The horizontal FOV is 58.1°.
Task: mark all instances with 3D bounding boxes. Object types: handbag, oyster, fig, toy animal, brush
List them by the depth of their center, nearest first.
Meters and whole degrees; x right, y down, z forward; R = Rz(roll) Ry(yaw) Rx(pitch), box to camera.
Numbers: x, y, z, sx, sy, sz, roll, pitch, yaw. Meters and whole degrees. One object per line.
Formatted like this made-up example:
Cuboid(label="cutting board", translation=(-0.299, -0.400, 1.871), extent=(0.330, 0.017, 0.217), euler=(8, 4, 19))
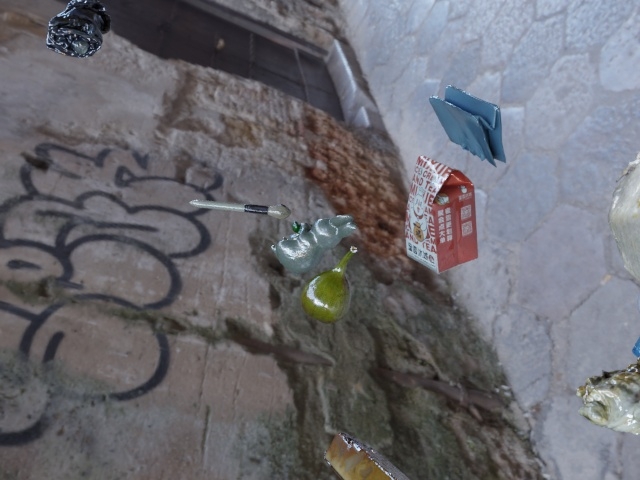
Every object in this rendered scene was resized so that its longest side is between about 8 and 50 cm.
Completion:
Cuboid(label="oyster", translation=(0.651, 0.273, 1.077), extent=(0.201, 0.354, 0.107), euler=(49, 151, 48))
Cuboid(label="handbag", translation=(0.332, -0.257, 1.297), extent=(0.057, 0.144, 0.221), euler=(-30, 32, -4))
Cuboid(label="fig", translation=(0.034, 0.094, 1.383), extent=(0.124, 0.124, 0.236), euler=(-100, 29, -55))
Cuboid(label="toy animal", translation=(-0.002, -0.001, 1.482), extent=(0.236, 0.138, 0.108), euler=(-21, 9, 18))
Cuboid(label="handbag", translation=(0.318, -0.078, 1.573), extent=(0.171, 0.151, 0.298), euler=(36, 141, 60))
Cuboid(label="brush", translation=(-0.234, -0.099, 1.685), extent=(0.042, 0.299, 0.039), euler=(99, 178, -59))

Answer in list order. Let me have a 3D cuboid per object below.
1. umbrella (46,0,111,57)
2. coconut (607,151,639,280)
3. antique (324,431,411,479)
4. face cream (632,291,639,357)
Cuboid(label="umbrella", translation=(-0.370, -0.350, 0.906), extent=(0.224, 0.080, 0.071), euler=(-112, 36, -56))
Cuboid(label="coconut", translation=(0.689, -0.031, 0.932), extent=(0.346, 0.360, 0.346), euler=(-60, 0, 0))
Cuboid(label="antique", translation=(0.115, 0.553, 1.360), extent=(0.093, 0.087, 0.310), euler=(-61, 21, -7))
Cuboid(label="face cream", translation=(0.809, 0.124, 1.301), extent=(0.080, 0.163, 0.337), euler=(-75, 3, -72))
